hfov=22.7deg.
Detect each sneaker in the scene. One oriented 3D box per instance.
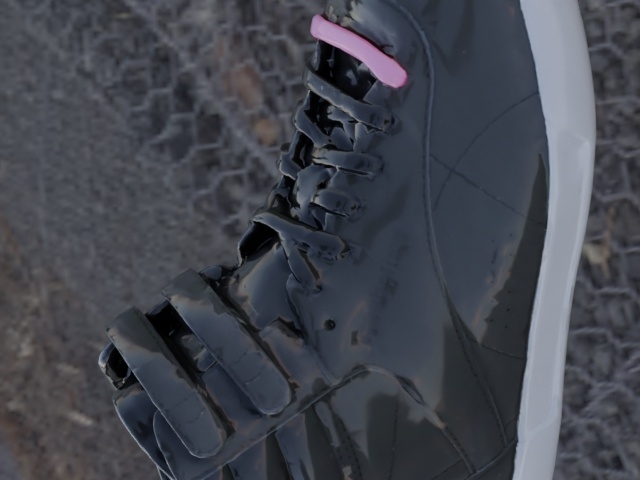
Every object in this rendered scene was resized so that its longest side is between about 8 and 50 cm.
[{"bbox_3d":[0.000,0.000,0.524,0.104,0.147,0.296,-135,37,-54],"label":"sneaker"}]
